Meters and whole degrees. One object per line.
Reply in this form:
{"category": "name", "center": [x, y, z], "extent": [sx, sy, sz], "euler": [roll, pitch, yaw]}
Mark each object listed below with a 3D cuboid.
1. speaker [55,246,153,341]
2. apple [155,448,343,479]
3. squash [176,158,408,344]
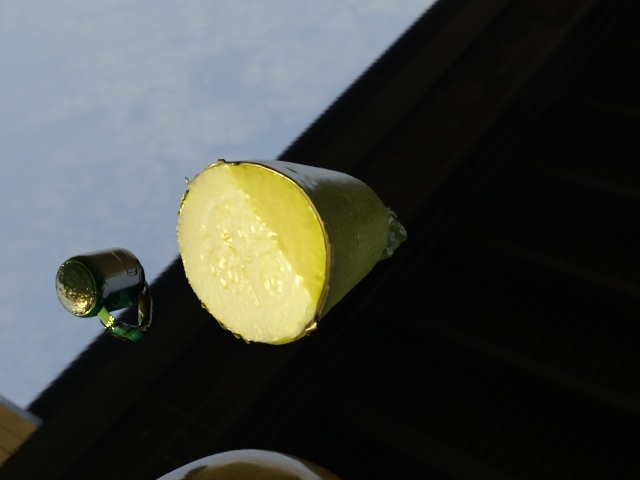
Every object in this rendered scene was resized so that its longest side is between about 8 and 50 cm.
{"category": "speaker", "center": [-0.193, 0.047, 0.928], "extent": [0.094, 0.060, 0.075], "euler": [31, -157, 23]}
{"category": "apple", "center": [-0.051, 0.296, 0.745], "extent": [0.257, 0.256, 0.234], "euler": [-15, -148, 2]}
{"category": "squash", "center": [-0.016, -0.004, 0.769], "extent": [0.137, 0.137, 0.287], "euler": [-2, -174, 16]}
